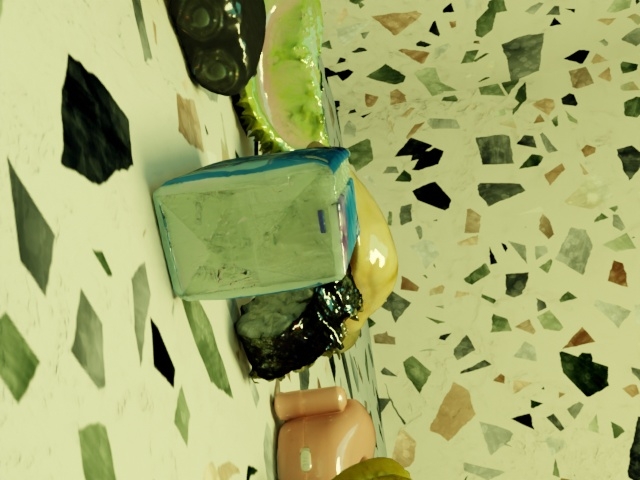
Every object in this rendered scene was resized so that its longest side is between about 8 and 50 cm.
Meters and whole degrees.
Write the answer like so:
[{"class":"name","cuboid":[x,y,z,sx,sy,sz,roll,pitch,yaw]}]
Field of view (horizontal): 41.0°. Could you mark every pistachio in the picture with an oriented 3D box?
[{"class":"pistachio","cuboid":[0.000,0.000,1.403,0.238,0.229,0.321,166,-95,-72]}]

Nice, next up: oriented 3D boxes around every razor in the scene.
[{"class":"razor","cuboid":[-0.142,-0.363,1.255,0.327,0.107,0.189,-93,171,-49]}]

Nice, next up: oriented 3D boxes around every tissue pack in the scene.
[{"class":"tissue pack","cuboid":[-0.061,-0.028,1.022,0.263,0.198,0.146,-58,139,-79]}]

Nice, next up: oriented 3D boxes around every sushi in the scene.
[{"class":"sushi","cuboid":[-0.014,0.103,1.199,0.212,0.147,0.115,-51,123,-41]}]

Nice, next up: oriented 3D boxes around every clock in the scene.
[{"class":"clock","cuboid":[0.017,0.373,1.317,0.227,0.142,0.241,70,15,-54]}]

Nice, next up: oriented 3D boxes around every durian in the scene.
[{"class":"durian","cuboid":[-0.068,-0.288,1.481,0.157,0.169,0.356,-69,150,-83]}]

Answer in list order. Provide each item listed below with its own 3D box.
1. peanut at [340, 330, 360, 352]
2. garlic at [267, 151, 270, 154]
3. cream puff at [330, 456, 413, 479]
[{"class":"peanut","cuboid":[0.003,0.132,1.648,0.253,0.122,0.137,58,22,-60]},{"class":"garlic","cuboid":[-0.036,-0.132,1.669,0.090,0.128,0.198,147,-70,-80]},{"class":"cream puff","cuboid":[0.063,0.435,1.118,0.270,0.323,0.274,64,-29,9]}]
